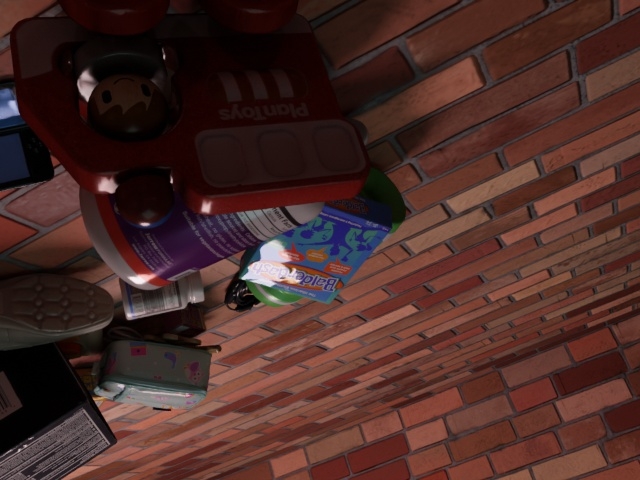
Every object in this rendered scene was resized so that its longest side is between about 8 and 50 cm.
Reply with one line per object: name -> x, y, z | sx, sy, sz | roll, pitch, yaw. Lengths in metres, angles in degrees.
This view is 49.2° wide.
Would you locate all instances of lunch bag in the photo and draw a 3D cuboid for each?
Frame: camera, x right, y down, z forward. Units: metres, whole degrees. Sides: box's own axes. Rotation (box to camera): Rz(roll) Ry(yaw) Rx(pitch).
lunch bag -> -0.353, 0.281, 1.440 | 0.224, 0.108, 0.279 | 10, 158, -18

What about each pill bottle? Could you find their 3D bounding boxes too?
pill bottle -> -0.276, 0.088, 1.222 | 0.137, 0.078, 0.078 | -11, 154, -16
pill bottle -> -0.120, -0.075, 0.873 | 0.323, 0.181, 0.181 | -24, 155, 10

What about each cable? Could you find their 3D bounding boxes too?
cable -> -0.104, 0.089, 1.380 | 0.150, 0.047, 0.184 | -4, 151, -28

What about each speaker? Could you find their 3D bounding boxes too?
speaker -> 0.000, 0.000, 1.176 | 0.131, 0.131, 0.296 | 9, 144, -45

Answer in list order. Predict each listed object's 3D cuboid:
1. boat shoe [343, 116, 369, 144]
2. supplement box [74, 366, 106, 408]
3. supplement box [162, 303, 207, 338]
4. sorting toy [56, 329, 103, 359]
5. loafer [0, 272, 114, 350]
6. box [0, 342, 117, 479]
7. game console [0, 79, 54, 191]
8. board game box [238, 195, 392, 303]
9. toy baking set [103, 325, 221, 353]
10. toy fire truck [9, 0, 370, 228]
boat shoe -> -0.011, -0.117, 1.007 | 0.183, 0.065, 0.083 | -17, 157, 14
supplement box -> -0.557, 0.369, 1.609 | 0.080, 0.078, 0.233 | 5, 146, -35
supplement box -> -0.272, 0.159, 1.399 | 0.043, 0.055, 0.083 | -27, 153, 18
sorting toy -> -0.508, 0.182, 1.283 | 0.208, 0.038, 0.193 | -2, 151, -18
loafer -> -0.496, 0.119, 1.113 | 0.319, 0.112, 0.111 | 1, 155, -21
box -> -0.548, 0.333, 1.216 | 0.296, 0.183, 0.294 | -31, 157, -21
game console -> -0.371, -0.107, 0.770 | 0.122, 0.107, 0.071 | -14, -177, -9
board game box -> -0.012, 0.005, 1.051 | 0.160, 0.047, 0.210 | 17, 137, -18
toy baking set -> -0.336, 0.204, 1.434 | 0.256, 0.030, 0.197 | 1, 160, 8
toy fire truck -> -0.122, -0.136, 0.658 | 0.302, 0.254, 0.169 | -8, 153, -21
